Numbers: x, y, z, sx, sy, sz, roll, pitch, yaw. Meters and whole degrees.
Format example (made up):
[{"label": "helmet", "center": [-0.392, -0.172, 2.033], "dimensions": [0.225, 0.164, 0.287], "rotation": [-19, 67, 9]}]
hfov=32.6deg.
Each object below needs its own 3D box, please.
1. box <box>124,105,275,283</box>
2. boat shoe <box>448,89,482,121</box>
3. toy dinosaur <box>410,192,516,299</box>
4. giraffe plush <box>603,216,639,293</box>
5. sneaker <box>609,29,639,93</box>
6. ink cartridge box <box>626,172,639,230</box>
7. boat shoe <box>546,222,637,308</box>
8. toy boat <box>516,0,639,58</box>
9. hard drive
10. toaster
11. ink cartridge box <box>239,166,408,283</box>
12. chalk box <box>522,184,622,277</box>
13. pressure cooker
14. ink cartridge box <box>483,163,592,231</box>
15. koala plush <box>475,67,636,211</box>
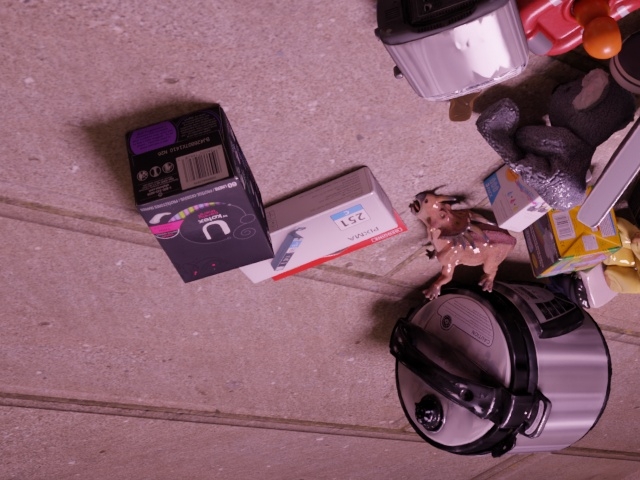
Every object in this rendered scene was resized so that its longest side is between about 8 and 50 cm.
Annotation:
[{"label": "box", "center": [-0.189, -0.066, 1.753], "dimensions": [0.165, 0.143, 0.270], "rotation": [-16, 150, 3]}, {"label": "boat shoe", "center": [0.226, -0.242, 1.737], "dimensions": [0.050, 0.045, 0.135], "rotation": [-1, 152, -8]}, {"label": "toy dinosaur", "center": [0.299, 0.002, 2.110], "dimensions": [0.296, 0.127, 0.200], "rotation": [-1, 141, -32]}, {"label": "giraffe plush", "center": [0.670, 0.025, 2.119], "dimensions": [0.171, 0.210, 0.181], "rotation": [-30, 142, -25]}, {"label": "sneaker", "center": [0.607, -0.322, 1.695], "dimensions": [0.321, 0.126, 0.127], "rotation": [-15, 154, -14]}, {"label": "ink cartridge box", "center": [0.744, -0.112, 2.139], "dimensions": [0.235, 0.088, 0.193], "rotation": [-9, 151, -7]}, {"label": "boat shoe", "center": [0.621, 0.016, 2.293], "dimensions": [0.341, 0.158, 0.127], "rotation": [-27, 113, -20]}, {"label": "toy boat", "center": [0.392, -0.326, 1.564], "dimensions": [0.231, 0.151, 0.151], "rotation": [-31, 146, 27]}, {"label": "hard drive", "center": [0.514, -0.156, 1.782], "dimensions": [0.203, 0.040, 0.307], "rotation": [-61, 170, 31]}, {"label": "toaster", "center": [0.197, -0.294, 1.525], "dimensions": [0.227, 0.129, 0.146], "rotation": [-18, 136, 15]}, {"label": "ink cartridge box", "center": [0.000, 0.000, 2.024], "dimensions": [0.296, 0.066, 0.261], "rotation": [-22, 148, 13]}, {"label": "chalk box", "center": [0.478, -0.010, 2.125], "dimensions": [0.132, 0.132, 0.213], "rotation": [-11, 168, -7]}, {"label": "pressure cooker", "center": [0.367, 0.279, 2.323], "dimensions": [0.421, 0.375, 0.370], "rotation": [6, 155, -39]}, {"label": "ink cartridge box", "center": [0.389, -0.108, 1.972], "dimensions": [0.062, 0.104, 0.181], "rotation": [13, 139, -39]}, {"label": "koala plush", "center": [0.416, -0.182, 1.801], "dimensions": [0.221, 0.203, 0.196], "rotation": [-44, 147, 16]}]
